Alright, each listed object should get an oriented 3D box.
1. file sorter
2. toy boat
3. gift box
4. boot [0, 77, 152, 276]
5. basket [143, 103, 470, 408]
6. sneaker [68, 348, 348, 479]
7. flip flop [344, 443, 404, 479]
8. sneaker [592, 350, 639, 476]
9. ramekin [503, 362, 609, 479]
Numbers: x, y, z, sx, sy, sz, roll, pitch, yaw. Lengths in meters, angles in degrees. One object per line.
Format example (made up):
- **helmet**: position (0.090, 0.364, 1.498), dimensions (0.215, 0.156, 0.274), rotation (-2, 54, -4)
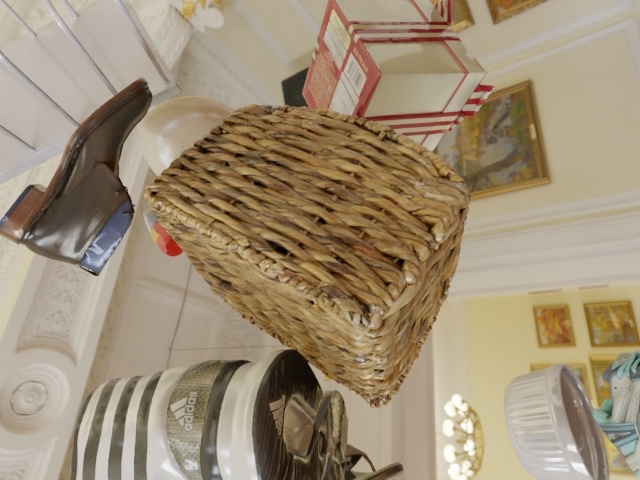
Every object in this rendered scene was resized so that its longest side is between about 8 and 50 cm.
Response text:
- **file sorter**: position (-0.358, -0.236, 0.494), dimensions (0.193, 0.277, 0.173), rotation (58, 172, 15)
- **toy boat**: position (-0.261, -0.128, 0.830), dimensions (0.267, 0.148, 0.318), rotation (22, -77, -45)
- **gift box**: position (0.147, -0.307, 0.790), dimensions (0.258, 0.276, 0.255), rotation (-11, -113, -25)
- **boot**: position (-0.231, -0.066, 0.456), dimensions (0.106, 0.082, 0.219), rotation (40, -91, -24)
- **basket**: position (0.000, 0.000, 0.479), dimensions (0.213, 0.299, 0.223), rotation (-50, -31, -24)
- **sneaker**: position (-0.110, 0.251, 0.500), dimensions (0.448, 0.257, 0.169), rotation (73, -161, -50)
- **flip flop**: position (0.035, 0.447, 0.819), dimensions (0.112, 0.277, 0.080), rotation (14, -119, -42)
- **sneaker**: position (0.413, 0.175, 0.497), dimensions (0.110, 0.122, 0.283), rotation (-13, -53, -20)
- **ramekin**: position (0.425, 0.338, 0.756), dimensions (0.207, 0.109, 0.207), rotation (28, -130, -39)
